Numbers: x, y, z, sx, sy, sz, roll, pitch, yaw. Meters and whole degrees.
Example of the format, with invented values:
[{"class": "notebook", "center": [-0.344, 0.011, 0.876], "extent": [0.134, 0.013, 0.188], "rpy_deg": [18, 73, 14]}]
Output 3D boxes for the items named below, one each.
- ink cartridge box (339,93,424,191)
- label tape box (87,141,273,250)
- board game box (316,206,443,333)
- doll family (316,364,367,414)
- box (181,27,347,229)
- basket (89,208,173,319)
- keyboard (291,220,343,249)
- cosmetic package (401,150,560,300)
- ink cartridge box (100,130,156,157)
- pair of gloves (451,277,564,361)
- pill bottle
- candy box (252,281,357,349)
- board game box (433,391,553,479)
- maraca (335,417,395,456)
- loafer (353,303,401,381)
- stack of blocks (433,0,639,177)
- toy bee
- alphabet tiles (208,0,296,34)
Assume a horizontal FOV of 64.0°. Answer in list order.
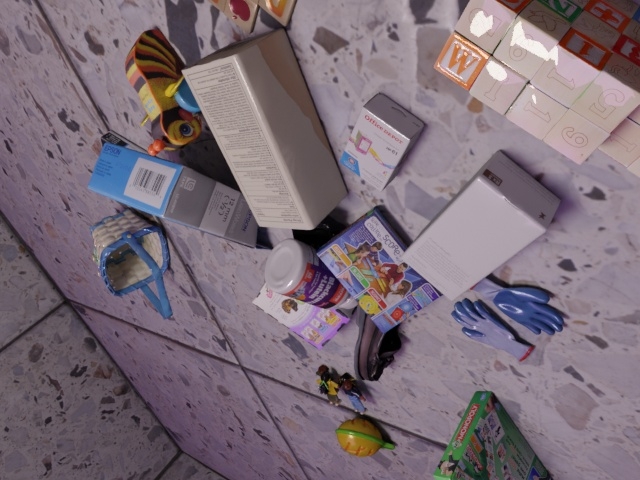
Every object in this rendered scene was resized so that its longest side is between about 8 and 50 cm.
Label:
[{"class": "ink cartridge box", "center": [0.092, -0.150, 0.794], "extent": [0.089, 0.052, 0.122], "rpy_deg": [37, 142, 9]}, {"class": "label tape box", "center": [-0.277, -0.084, 1.122], "extent": [0.249, 0.115, 0.348], "rpy_deg": [19, 179, 33]}, {"class": "board game box", "center": [0.109, 0.057, 0.938], "extent": [0.136, 0.035, 0.201], "rpy_deg": [-36, 99, 16]}, {"class": "doll family", "center": [0.052, 0.391, 1.366], "extent": [0.193, 0.076, 0.111], "rpy_deg": [0, 122, 38]}, {"class": "box", "center": [-0.086, -0.177, 0.878], "extent": [0.148, 0.121, 0.310], "rpy_deg": [6, 130, 41]}, {"class": "basket", "center": [-0.529, 0.073, 1.485], "extent": [0.289, 0.201, 0.254], "rpy_deg": [37, 144, 25]}, {"class": "keyboard", "center": [0.000, 0.000, 1.022], "extent": [0.100, 0.038, 0.192], "rpy_deg": [4, 156, 5]}, {"class": "cosmetic package", "center": [0.232, -0.013, 0.774], "extent": [0.117, 0.085, 0.231], "rpy_deg": [41, 142, 4]}, {"class": "ink cartridge box", "center": [-0.469, -0.155, 1.336], "extent": [0.206, 0.045, 0.208], "rpy_deg": [30, 143, 18]}, {"class": "pair of gloves", "center": [0.319, 0.132, 0.888], "extent": [0.159, 0.023, 0.198], "rpy_deg": [32, 143, 13]}, {"class": "pill bottle", "center": [-0.004, 0.075, 1.007], "extent": [0.194, 0.108, 0.108], "rpy_deg": [24, 160, -39]}, {"class": "candy box", "center": [-0.035, 0.136, 1.154], "extent": [0.196, 0.070, 0.164], "rpy_deg": [36, 136, -1]}, {"class": "board game box", "center": [0.372, 0.498, 1.042], "extent": [0.046, 0.213, 0.317], "rpy_deg": [-19, 112, 51]}, {"class": "maraca", "center": [0.126, 0.562, 1.447], "extent": [0.186, 0.099, 0.127], "rpy_deg": [30, 154, -27]}, {"class": "loafer", "center": [0.130, 0.206, 1.076], "extent": [0.095, 0.109, 0.302], "rpy_deg": [18, 134, 24]}, {"class": "stack of blocks", "center": [0.285, -0.156, 0.504], "extent": [0.297, 0.171, 0.087], "rpy_deg": [37, 144, 8]}, {"class": "toy bee", "center": [-0.276, -0.242, 0.964], "extent": [0.298, 0.162, 0.195], "rpy_deg": [41, 142, 3]}, {"class": "alphabet tiles", "center": [-0.123, -0.475, 0.709], "extent": [0.285, 0.011, 0.342], "rpy_deg": [40, 144, 5]}]
